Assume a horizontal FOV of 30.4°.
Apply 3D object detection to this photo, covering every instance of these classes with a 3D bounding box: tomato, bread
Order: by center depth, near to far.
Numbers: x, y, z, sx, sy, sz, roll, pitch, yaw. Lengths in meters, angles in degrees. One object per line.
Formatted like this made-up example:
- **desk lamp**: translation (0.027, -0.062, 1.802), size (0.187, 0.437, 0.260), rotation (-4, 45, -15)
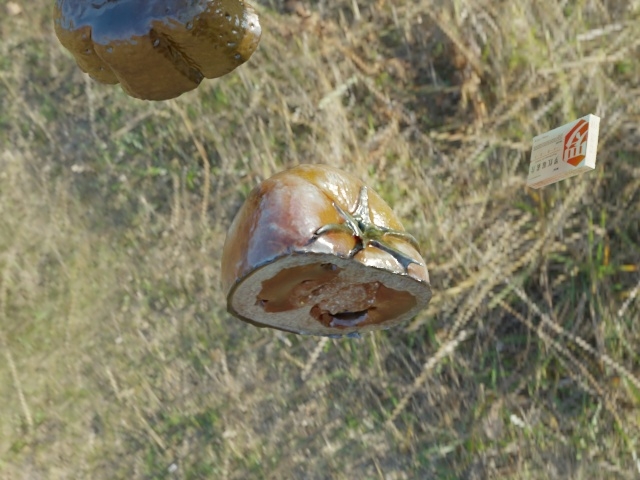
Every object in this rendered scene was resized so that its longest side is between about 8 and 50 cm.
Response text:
- **tomato**: translation (0.000, 0.000, 1.230), size (0.181, 0.214, 0.155), rotation (-37, 49, 36)
- **bread**: translation (-0.195, -0.288, 1.376), size (0.246, 0.135, 0.232), rotation (-11, 66, 22)

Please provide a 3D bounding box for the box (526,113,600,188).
- **box**: translation (0.251, -0.091, 1.220), size (0.015, 0.093, 0.058), rotation (20, 71, -24)
